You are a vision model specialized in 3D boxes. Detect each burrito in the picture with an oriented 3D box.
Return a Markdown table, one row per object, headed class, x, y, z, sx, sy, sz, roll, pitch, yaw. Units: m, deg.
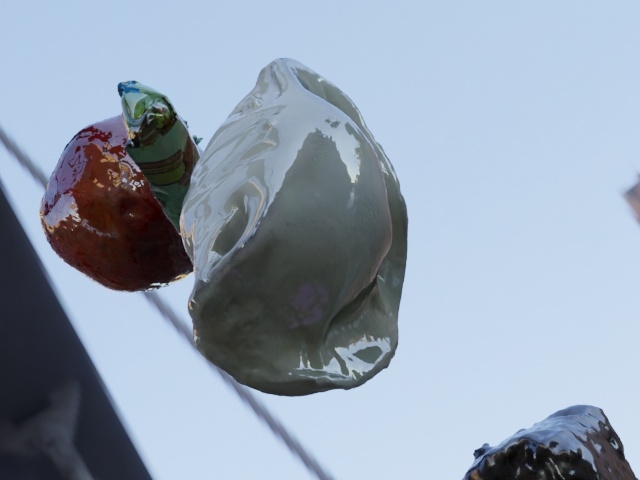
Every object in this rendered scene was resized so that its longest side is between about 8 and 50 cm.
| class | x | y | z | sx | sy | sz | roll | pitch | yaw |
| --- | --- | --- | --- | --- | --- | --- | --- | --- | --- |
| burrito | -0.116 | -0.058 | 1.540 | 0.054 | 0.104 | 0.288 | -22 | -31 | 3 |

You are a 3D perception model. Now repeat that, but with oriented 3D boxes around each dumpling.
| class | x | y | z | sx | sy | sz | roll | pitch | yaw |
| --- | --- | --- | --- | --- | --- | --- | --- | --- | --- |
| dumpling | 0.001 | -0.002 | 0.884 | 0.100 | 0.169 | 0.134 | -40 | -62 | 20 |

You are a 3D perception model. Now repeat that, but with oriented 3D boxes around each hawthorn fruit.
| class | x | y | z | sx | sy | sz | roll | pitch | yaw |
| --- | --- | --- | --- | --- | --- | --- | --- | --- | --- |
| hawthorn fruit | -0.167 | -0.030 | 1.796 | 0.179 | 0.200 | 0.179 | -29 | -52 | -45 |

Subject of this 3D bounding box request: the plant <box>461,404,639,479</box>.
| class | x | y | z | sx | sy | sz | roll | pitch | yaw |
| --- | --- | --- | --- | --- | --- | --- | --- | --- | --- |
| plant | 0.174 | 0.196 | 1.348 | 0.132 | 0.129 | 0.194 | -26 | -8 | 13 |
